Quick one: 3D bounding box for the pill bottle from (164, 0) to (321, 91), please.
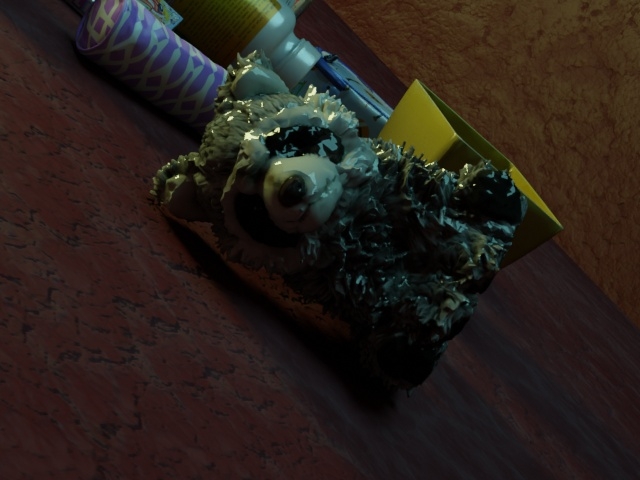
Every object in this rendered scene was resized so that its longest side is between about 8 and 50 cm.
[{"bbox_3d":[-0.122,-0.300,1.692,0.246,0.136,0.136,42,13,-7],"label":"pill bottle"}]

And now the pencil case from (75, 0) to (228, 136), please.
[{"bbox_3d":[-0.165,-0.190,1.326,0.206,0.086,0.088,34,51,-43],"label":"pencil case"}]

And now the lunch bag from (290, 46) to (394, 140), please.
[{"bbox_3d":[0.065,-0.180,1.944,0.303,0.115,0.243,43,11,-10],"label":"lunch bag"}]

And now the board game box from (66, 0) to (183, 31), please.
[{"bbox_3d":[-0.244,-0.284,1.440,0.154,0.026,0.103,42,36,-8],"label":"board game box"}]

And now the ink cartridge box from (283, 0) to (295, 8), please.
[{"bbox_3d":[-0.149,-0.455,1.773,0.197,0.114,0.273,18,-26,25],"label":"ink cartridge box"}]

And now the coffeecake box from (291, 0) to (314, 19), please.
[{"bbox_3d":[-0.124,-0.400,1.979,0.185,0.142,0.068,45,13,1],"label":"coffeecake box"}]

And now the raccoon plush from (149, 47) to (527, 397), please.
[{"bbox_3d":[0.000,0.000,1.211,0.299,0.216,0.446,31,-17,2],"label":"raccoon plush"}]

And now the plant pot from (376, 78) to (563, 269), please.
[{"bbox_3d":[0.161,-0.053,1.663,0.212,0.187,0.212,37,15,-26],"label":"plant pot"}]
